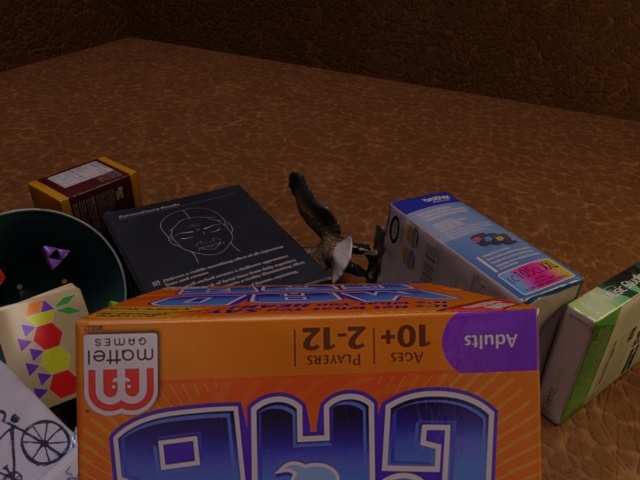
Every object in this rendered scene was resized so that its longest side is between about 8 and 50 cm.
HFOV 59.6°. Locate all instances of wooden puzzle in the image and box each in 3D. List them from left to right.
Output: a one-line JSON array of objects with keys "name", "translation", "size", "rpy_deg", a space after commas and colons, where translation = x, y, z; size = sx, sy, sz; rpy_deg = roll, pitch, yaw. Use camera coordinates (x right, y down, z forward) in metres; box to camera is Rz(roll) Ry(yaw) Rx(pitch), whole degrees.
[{"name": "wooden puzzle", "translation": [-0.445, 0.294, 0.912], "size": [0.083, 0.006, 0.049], "rpy_deg": [-22, 39, -33]}]

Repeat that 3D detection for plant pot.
[{"name": "plant pot", "translation": [-0.507, 0.100, 1.011], "size": [0.290, 0.291, 0.195], "rpy_deg": [-13, 0, -22]}]

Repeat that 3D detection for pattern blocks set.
[{"name": "pattern blocks set", "translation": [-0.420, 0.164, 0.875], "size": [0.285, 0.026, 0.325], "rpy_deg": [-5, 72, -40]}]

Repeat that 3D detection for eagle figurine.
[{"name": "eagle figurine", "translation": [0.002, 0.006, 1.212], "size": [0.298, 0.225, 0.226], "rpy_deg": [22, 54, 20]}]

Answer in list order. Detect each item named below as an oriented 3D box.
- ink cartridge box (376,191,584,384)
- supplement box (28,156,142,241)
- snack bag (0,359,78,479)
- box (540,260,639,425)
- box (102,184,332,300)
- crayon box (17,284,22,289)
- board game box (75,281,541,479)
[{"name": "ink cartridge box", "translation": [0.241, 0.089, 1.033], "size": [0.151, 0.270, 0.395], "rpy_deg": [-13, 35, -29]}, {"name": "supplement box", "translation": [-0.530, -0.062, 1.297], "size": [0.129, 0.192, 0.194], "rpy_deg": [24, 39, 30]}, {"name": "snack bag", "translation": [-0.363, 0.315, 0.627], "size": [0.342, 0.037, 0.323], "rpy_deg": [46, 25, 0]}, {"name": "box", "translation": [0.514, 0.158, 0.977], "size": [0.321, 0.233, 0.058], "rpy_deg": [-20, 38, -32]}, {"name": "box", "translation": [-0.204, 0.090, 1.060], "size": [0.293, 0.212, 0.395], "rpy_deg": [-16, 37, -26]}, {"name": "crayon box", "translation": [-0.766, 0.111, 1.113], "size": [0.318, 0.081, 0.202], "rpy_deg": [-25, 41, -37]}, {"name": "board game box", "translation": [-0.015, 0.232, 0.590], "size": [0.355, 0.357, 0.356], "rpy_deg": [-1, -1, -5]}]
